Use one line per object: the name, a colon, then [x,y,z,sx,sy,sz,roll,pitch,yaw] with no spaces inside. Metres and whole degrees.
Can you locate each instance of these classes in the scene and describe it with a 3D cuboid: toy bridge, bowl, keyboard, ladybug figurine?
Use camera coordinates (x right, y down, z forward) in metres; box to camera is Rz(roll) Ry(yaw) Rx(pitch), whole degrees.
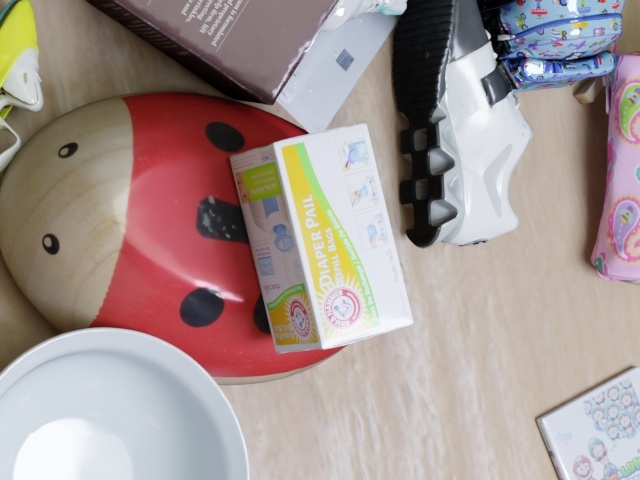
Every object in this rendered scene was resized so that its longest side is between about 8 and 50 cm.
toy bridge: [0.391,-0.133,2.109,0.188,0.026,0.063,45,67,-15]
bowl: [-0.230,0.237,1.699,0.298,0.134,0.297,4,82,-27]
keyboard: [0.019,-0.203,1.882,0.072,0.014,0.256,49,41,-15]
ladybug figurine: [-0.102,-0.006,1.775,0.449,0.162,0.305,8,80,-25]

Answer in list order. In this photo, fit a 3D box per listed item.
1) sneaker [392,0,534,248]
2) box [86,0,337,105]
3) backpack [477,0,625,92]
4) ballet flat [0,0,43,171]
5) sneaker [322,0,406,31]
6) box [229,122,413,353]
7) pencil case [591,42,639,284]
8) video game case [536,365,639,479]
sneaker: [0.169,-0.159,1.957,0.146,0.122,0.330,-2,95,-27]
box: [-0.108,-0.263,1.778,0.203,0.167,0.168,34,86,-17]
backpack: [0.275,-0.242,1.983,0.158,0.173,0.116,-7,87,-28]
ballet flat: [-0.324,-0.130,1.724,0.077,0.077,0.231,25,76,9]
sneaker: [0.056,-0.277,1.900,0.094,0.080,0.212,51,39,-19]
box: [0.000,0.000,1.670,0.103,0.114,0.203,-14,92,-26]
pencil case: [0.386,-0.089,2.031,0.124,0.124,0.284,2,92,-26]
video game case: [0.344,0.245,2.045,0.157,0.019,0.143,-24,95,-26]
